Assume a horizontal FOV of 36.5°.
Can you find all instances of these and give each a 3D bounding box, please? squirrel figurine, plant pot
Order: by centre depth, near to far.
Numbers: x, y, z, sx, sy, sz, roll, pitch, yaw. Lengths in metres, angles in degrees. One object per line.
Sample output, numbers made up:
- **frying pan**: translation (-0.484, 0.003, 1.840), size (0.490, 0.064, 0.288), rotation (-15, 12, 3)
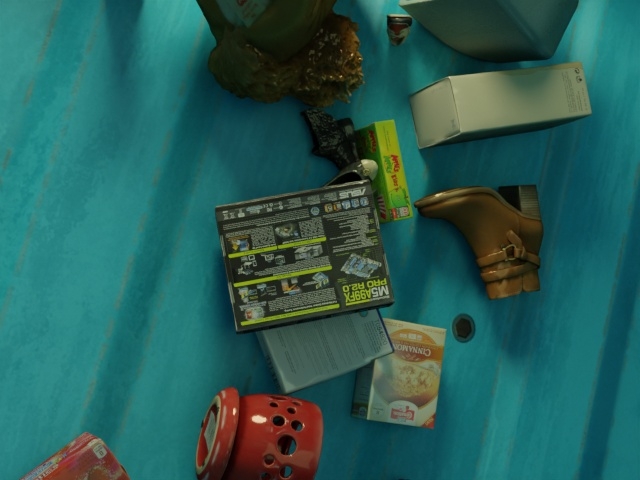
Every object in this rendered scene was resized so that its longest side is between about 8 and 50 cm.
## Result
- **plant pot**: translation (-0.108, 0.344, 1.601), size (0.174, 0.191, 0.191), rotation (15, 79, -15)
- **squirrel figurine**: translation (-0.029, -0.430, 1.681), size (0.370, 0.281, 0.397), rotation (-38, 142, -47)
- **plant pot**: translation (0.354, -0.475, 1.854), size (0.252, 0.247, 0.248), rotation (39, 70, -34)

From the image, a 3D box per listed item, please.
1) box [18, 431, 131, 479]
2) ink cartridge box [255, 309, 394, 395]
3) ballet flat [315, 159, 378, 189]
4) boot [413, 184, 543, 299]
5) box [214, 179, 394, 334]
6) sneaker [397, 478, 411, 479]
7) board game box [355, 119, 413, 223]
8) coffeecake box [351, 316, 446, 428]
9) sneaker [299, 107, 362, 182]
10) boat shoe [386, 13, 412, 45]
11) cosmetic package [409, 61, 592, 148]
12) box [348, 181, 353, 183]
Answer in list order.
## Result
- **box**: translation (-0.419, 0.420, 1.482), size (0.257, 0.128, 0.122), rotation (-36, 100, -23)
- **ink cartridge box**: translation (-0.008, 0.136, 1.714), size (0.224, 0.045, 0.223), rotation (-17, 80, -23)
- **ballet flat**: translation (0.032, -0.087, 1.742), size (0.173, 0.049, 0.057), rotation (-34, 102, 1)
- **boot**: translation (0.311, 0.006, 1.874), size (0.283, 0.109, 0.220), rotation (-3, 91, -32)
- **box**: translation (-0.028, 0.028, 1.630), size (0.270, 0.060, 0.216), rotation (-11, 81, -5)
- **sneaker**: translation (0.097, 0.529, 1.724), size (0.276, 0.097, 0.135), rotation (-35, 100, -25)
- **board game box**: translation (0.114, -0.123, 1.789), size (0.043, 0.092, 0.181), rotation (-12, 90, -26)
- **coffeecake box**: translation (0.145, 0.244, 1.785), size (0.142, 0.068, 0.185), rotation (12, 81, -23)
- **sneaker**: translation (0.023, -0.163, 1.777), size (0.089, 0.051, 0.170), rotation (-12, 95, -15)
- **boat shoe**: translation (0.144, -0.394, 1.808), size (0.049, 0.137, 0.043), rotation (8, 93, 2)
- **cosmetic package**: translation (0.347, -0.261, 1.871), size (0.309, 0.160, 0.113), rotation (-10, 89, -26)
- **box**: translation (0.000, 0.000, 1.688), size (0.186, 0.038, 0.145), rotation (-22, 82, -9)
